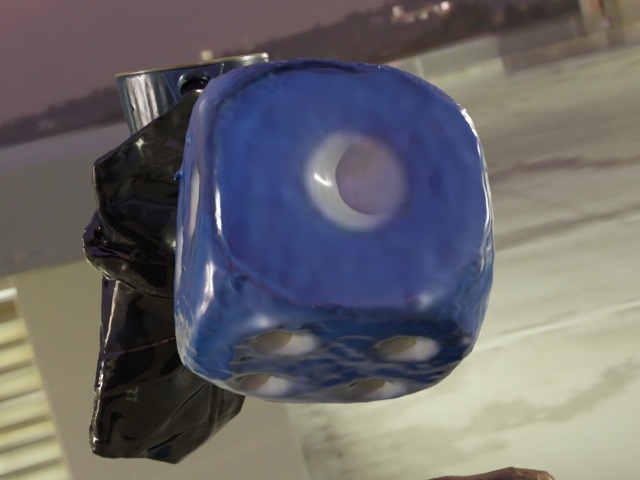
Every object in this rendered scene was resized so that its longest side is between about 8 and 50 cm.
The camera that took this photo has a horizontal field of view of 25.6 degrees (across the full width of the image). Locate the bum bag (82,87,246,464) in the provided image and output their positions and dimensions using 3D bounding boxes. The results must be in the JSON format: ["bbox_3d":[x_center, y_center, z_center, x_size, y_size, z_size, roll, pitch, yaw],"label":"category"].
[{"bbox_3d":[-0.105,0.037,0.994,0.137,0.310,0.074,-18,34,-35],"label":"bum bag"}]

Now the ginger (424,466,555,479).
[{"bbox_3d":[0.062,0.157,0.737,0.165,0.067,0.096,-17,5,-13],"label":"ginger"}]

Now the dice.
[{"bbox_3d":[0.000,0.000,0.713,0.146,0.143,0.146,4,-22,-12],"label":"dice"}]

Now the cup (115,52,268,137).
[{"bbox_3d":[-0.097,-0.074,1.185,0.131,0.155,0.176,-9,9,-2],"label":"cup"}]
